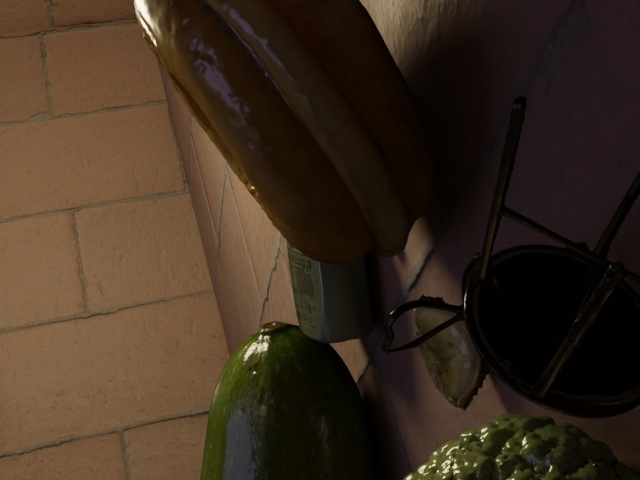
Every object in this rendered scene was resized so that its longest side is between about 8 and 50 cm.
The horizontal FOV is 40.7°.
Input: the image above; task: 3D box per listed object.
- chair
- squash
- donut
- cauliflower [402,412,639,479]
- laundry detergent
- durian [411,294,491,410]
[{"bbox_3d":[0.169,0.049,0.614,0.325,0.160,0.170,105,152,-50],"label":"chair"},{"bbox_3d":[-0.035,0.286,1.394,0.310,0.310,0.308,-170,86,-74],"label":"squash"},{"bbox_3d":[-0.041,-0.168,0.952,0.449,0.198,0.449,53,177,4],"label":"donut"},{"bbox_3d":[0.159,0.292,0.718,0.250,0.272,0.275,46,174,7],"label":"cauliflower"},{"bbox_3d":[0.000,0.000,1.293,0.215,0.105,0.280,-160,59,-76],"label":"laundry detergent"},{"bbox_3d":[0.144,0.114,0.918,0.052,0.066,0.130,136,113,-73],"label":"durian"}]
